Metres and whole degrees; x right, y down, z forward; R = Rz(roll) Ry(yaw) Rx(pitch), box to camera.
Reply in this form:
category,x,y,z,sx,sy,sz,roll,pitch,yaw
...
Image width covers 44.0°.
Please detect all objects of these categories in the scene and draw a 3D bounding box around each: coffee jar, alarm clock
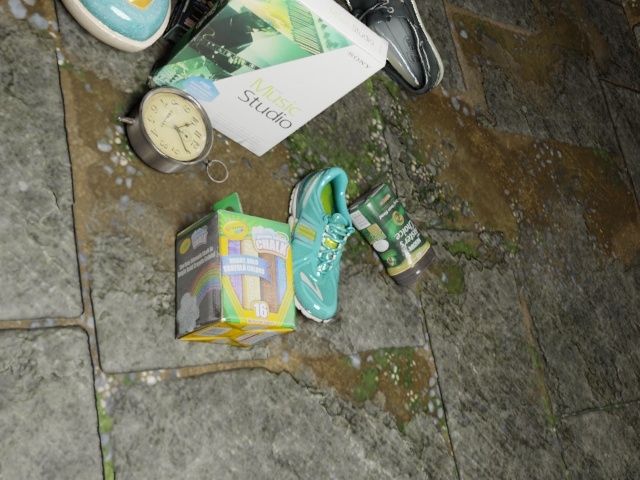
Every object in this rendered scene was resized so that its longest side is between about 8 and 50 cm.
category,x,y,z,sx,sy,sz,roll,pitch,yaw
coffee jar,0.134,-0.009,1.472,0.184,0.079,0.096,54,46,-10
alarm clock,-0.220,-0.156,1.233,0.192,0.064,0.129,40,50,-19

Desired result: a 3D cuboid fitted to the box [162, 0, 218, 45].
category,x,y,z,sx,sy,sz,roll,pitch,yaw
box,-0.150,-0.363,1.395,0.220,0.051,0.175,32,53,-28

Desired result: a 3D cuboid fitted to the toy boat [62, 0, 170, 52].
category,x,y,z,sx,sy,sz,roll,pitch,yaw
toy boat,-0.355,-0.402,1.163,0.318,0.148,0.268,-24,89,-45

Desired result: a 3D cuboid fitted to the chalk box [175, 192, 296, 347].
category,x,y,z,sx,sy,sz,roll,pitch,yaw
chalk box,-0.129,0.038,1.181,0.132,0.132,0.213,13,65,-37

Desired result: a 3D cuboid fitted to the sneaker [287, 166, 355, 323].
category,x,y,z,sx,sy,sz,roll,pitch,yaw
sneaker,0.000,0.000,1.328,0.107,0.110,0.276,18,62,-36

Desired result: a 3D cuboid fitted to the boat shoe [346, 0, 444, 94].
category,x,y,z,sx,sy,sz,roll,pitch,yaw
boat shoe,0.133,-0.442,1.629,0.340,0.127,0.113,59,33,-18

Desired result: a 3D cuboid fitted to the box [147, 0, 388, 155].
category,x,y,z,sx,sy,sz,roll,pitch,yaw
box,-0.088,-0.270,1.220,0.232,0.322,0.059,30,51,-28
